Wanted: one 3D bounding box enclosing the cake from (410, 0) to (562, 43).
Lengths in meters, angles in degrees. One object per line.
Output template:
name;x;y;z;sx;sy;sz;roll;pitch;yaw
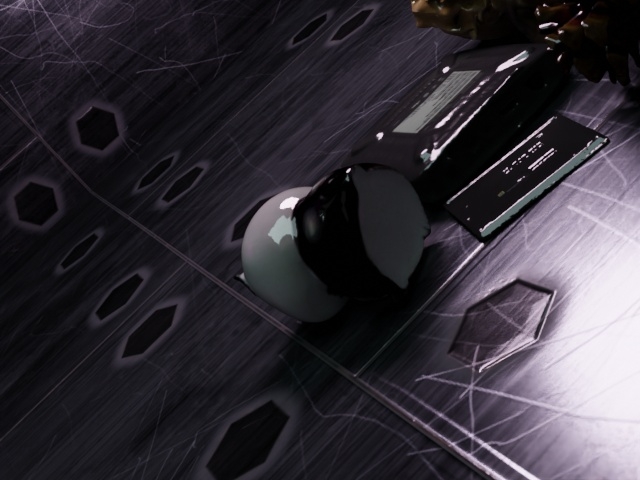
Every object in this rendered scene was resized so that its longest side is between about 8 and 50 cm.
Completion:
cake;0.270;-0.459;1.480;0.332;0.332;0.321;-37;24;10

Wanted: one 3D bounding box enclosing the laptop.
laptop;0.250;-0.083;1.202;0.197;0.016;0.135;-40;23;2

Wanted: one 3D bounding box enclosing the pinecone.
pinecone;0.380;-0.302;1.130;0.292;0.246;0.246;-46;16;34

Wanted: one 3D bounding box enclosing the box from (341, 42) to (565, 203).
box;0.184;-0.179;1.411;0.290;0.073;0.289;-45;22;-10

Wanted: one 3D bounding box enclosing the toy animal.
toy animal;0.007;0.005;1.235;0.235;0.165;0.187;-24;26;40
